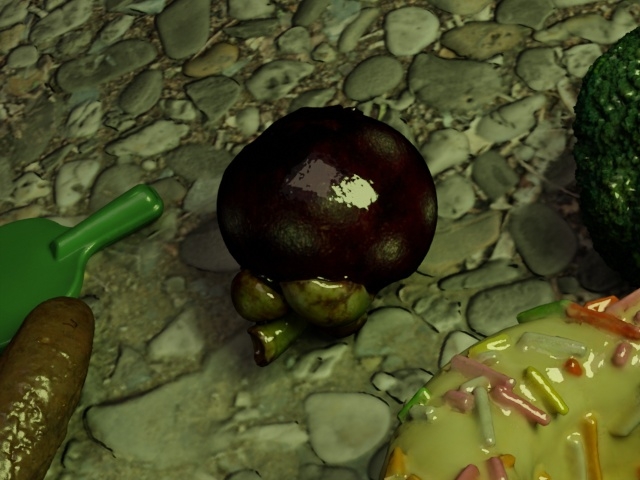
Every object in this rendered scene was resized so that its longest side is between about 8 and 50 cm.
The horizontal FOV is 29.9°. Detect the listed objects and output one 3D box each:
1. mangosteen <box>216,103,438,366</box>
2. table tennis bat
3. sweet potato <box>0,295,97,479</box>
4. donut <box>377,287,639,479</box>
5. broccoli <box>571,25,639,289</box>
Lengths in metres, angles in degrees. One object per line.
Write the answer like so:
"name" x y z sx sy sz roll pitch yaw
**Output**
"mangosteen" 0.000 0.000 1.022 0.194 0.194 0.231 8 81 22
"table tennis bat" -0.268 0.022 1.170 0.257 0.039 0.160 -31 49 -3
"sweet potato" -0.274 0.183 1.002 0.114 0.092 0.341 -5 45 46
"donut" 0.184 0.167 0.793 0.307 0.150 0.371 11 40 35
"broccoli" 0.340 -0.068 0.921 0.297 0.297 0.298 25 59 6
